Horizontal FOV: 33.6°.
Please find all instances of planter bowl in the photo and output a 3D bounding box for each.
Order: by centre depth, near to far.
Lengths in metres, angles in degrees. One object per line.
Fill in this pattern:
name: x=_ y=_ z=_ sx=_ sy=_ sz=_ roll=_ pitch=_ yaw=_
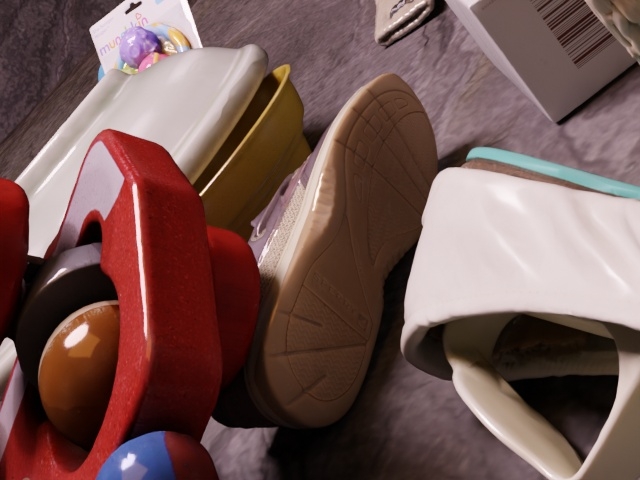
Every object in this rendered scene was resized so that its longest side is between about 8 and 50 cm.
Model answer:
planter bowl: x=-0.064 y=-0.027 z=0.835 sx=0.217 sy=0.090 sz=0.217 roll=-46 pitch=14 yaw=15

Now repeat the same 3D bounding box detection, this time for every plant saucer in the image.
plant saucer: x=-0.209 y=-0.038 z=0.917 sx=0.400 sy=0.100 sz=0.400 roll=-46 pitch=15 yaw=17

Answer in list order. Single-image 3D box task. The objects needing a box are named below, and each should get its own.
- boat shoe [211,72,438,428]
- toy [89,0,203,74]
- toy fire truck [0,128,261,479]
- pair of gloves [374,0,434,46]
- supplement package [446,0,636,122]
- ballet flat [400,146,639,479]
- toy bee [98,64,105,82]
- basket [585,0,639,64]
boat shoe: x=0.000 y=0.000 z=0.688 sx=0.092 sy=0.103 sz=0.285 roll=-17 pitch=39 yaw=38
toy: x=-0.183 y=-0.164 z=1.143 sx=0.137 sy=0.237 sz=0.056 roll=-28 pitch=-13 yaw=26
toy fire truck: x=-0.120 y=0.112 z=0.531 sx=0.302 sy=0.169 sz=0.254 roll=-66 pitch=33 yaw=17
pair of gloves: x=0.139 y=-0.319 z=1.072 sx=0.240 sy=0.042 sz=0.204 roll=-38 pitch=38 yaw=27
supplement package: x=0.152 y=-0.176 z=0.747 sx=0.105 sy=0.105 sz=0.179 roll=-39 pitch=23 yaw=10
ballet flat: x=0.140 y=0.043 z=0.372 sx=0.139 sy=0.139 sz=0.400 roll=-47 pitch=18 yaw=-10
toy bee: x=-0.188 y=-0.170 z=1.270 sx=0.195 sy=0.162 sz=0.298 roll=-36 pitch=-14 yaw=-27
basket: x=0.198 y=-0.101 z=0.461 sx=0.103 sy=0.167 sz=0.113 roll=-36 pitch=21 yaw=31
